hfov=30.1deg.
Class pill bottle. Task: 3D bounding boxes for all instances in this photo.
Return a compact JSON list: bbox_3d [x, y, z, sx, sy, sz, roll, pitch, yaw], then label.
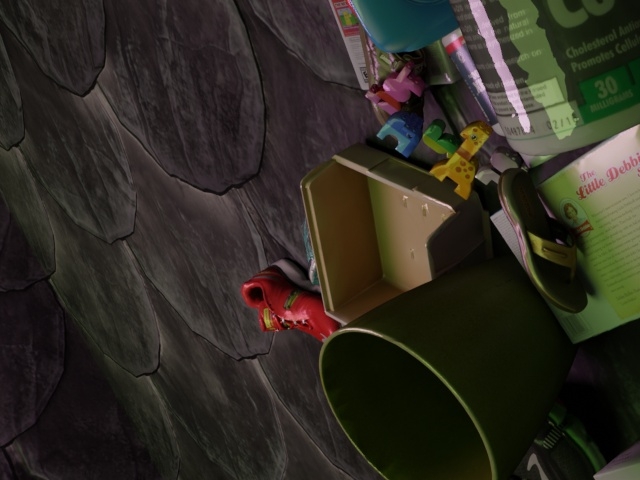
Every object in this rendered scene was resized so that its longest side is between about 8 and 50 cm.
[{"bbox_3d":[0.225,-0.178,1.338,0.180,0.108,0.108,59,152,-2],"label":"pill bottle"},{"bbox_3d":[0.213,-0.282,1.154,0.204,0.204,0.361,-4,115,59],"label":"pill bottle"}]

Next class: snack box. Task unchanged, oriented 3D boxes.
[{"bbox_3d":[0.330,-0.011,1.308,0.187,0.060,0.322,57,153,4],"label":"snack box"}]

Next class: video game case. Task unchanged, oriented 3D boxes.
[{"bbox_3d":[0.087,-0.287,1.545,0.201,0.023,0.183,7,124,57],"label":"video game case"}]

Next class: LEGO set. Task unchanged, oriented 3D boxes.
[{"bbox_3d":[0.161,-0.131,1.445,0.227,0.087,0.093,36,129,-2],"label":"LEGO set"}]

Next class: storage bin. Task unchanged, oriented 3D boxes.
[{"bbox_3d":[0.115,0.023,1.698,0.262,0.123,0.260,28,140,44],"label":"storage bin"}]

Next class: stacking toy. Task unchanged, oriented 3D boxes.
[{"bbox_3d":[0.066,-0.320,1.370,0.165,0.175,0.302,60,171,-20],"label":"stacking toy"}]

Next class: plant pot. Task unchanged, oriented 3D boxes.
[{"bbox_3d":[0.198,0.144,1.488,0.275,0.293,0.274,34,144,29],"label":"plant pot"}]

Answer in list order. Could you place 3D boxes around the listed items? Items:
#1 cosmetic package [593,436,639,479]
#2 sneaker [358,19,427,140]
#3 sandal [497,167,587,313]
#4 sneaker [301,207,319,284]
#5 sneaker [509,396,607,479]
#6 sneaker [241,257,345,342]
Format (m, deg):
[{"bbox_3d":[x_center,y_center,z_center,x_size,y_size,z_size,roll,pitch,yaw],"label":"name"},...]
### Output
[{"bbox_3d":[0.440,0.263,1.441,0.060,0.099,0.239,58,152,6],"label":"cosmetic package"},{"bbox_3d":[0.101,-0.208,1.503,0.071,0.066,0.188,9,127,49],"label":"sneaker"},{"bbox_3d":[0.254,-0.001,1.319,0.049,0.072,0.180,-22,93,41],"label":"sandal"},{"bbox_3d":[0.000,0.000,1.943,0.166,0.065,0.076,95,152,-44],"label":"sneaker"},{"bbox_3d":[0.257,0.366,1.721,0.185,0.202,0.482,49,151,16],"label":"sneaker"},{"bbox_3d":[-0.044,0.130,2.034,0.279,0.118,0.107,31,141,52],"label":"sneaker"}]
